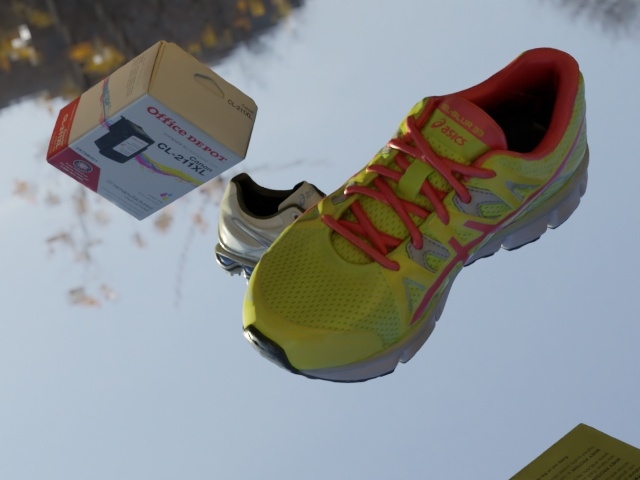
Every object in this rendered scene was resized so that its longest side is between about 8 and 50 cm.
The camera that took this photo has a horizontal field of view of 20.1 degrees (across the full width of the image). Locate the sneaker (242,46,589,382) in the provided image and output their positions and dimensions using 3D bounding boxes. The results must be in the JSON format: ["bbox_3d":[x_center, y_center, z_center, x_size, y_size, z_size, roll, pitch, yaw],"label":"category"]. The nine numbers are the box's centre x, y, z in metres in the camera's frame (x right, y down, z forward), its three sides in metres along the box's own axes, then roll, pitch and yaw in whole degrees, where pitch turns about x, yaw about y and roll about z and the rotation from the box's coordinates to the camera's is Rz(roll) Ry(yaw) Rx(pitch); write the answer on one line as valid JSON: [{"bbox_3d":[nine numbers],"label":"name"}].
[{"bbox_3d":[0.044,-0.021,0.793,0.081,0.094,0.208,37,-124,22],"label":"sneaker"}]

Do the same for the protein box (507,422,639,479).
[{"bbox_3d":[0.206,0.265,1.278,0.200,0.136,0.201,-32,-142,-34],"label":"protein box"}]

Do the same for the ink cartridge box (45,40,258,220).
[{"bbox_3d":[-0.168,-0.106,1.784,0.175,0.127,0.072,-28,-141,42],"label":"ink cartridge box"}]

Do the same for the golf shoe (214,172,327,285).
[{"bbox_3d":[0.000,0.000,1.344,0.176,0.086,0.069,13,-144,19],"label":"golf shoe"}]
